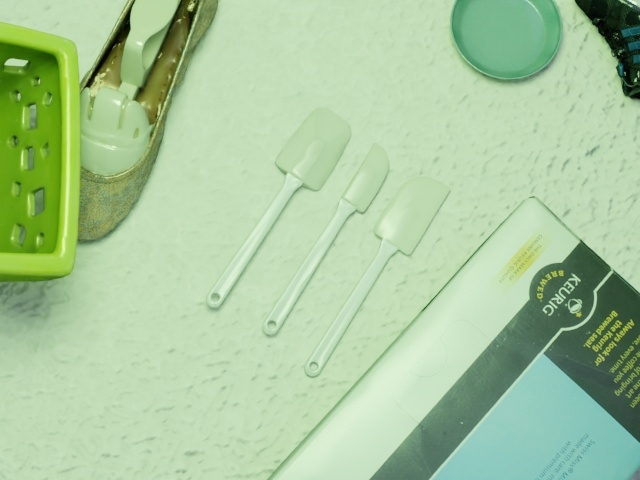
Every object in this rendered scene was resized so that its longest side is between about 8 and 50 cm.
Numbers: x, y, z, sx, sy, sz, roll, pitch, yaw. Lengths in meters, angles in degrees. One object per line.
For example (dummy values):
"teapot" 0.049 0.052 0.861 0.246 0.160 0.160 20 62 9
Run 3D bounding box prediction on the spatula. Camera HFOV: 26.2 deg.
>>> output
"spatula" 0.000 0.000 1.388 0.168 0.019 0.242 34 78 -2

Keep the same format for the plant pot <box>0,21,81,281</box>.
"plant pot" -0.364 -0.068 1.254 0.227 0.207 0.228 7 75 -34

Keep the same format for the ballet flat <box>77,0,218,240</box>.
"ballet flat" -0.193 -0.155 1.359 0.107 0.106 0.316 19 77 0

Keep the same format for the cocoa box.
"cocoa box" 0.142 0.178 1.247 0.228 0.231 0.347 42 78 5

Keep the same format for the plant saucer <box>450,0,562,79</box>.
"plant saucer" 0.194 -0.223 1.446 0.119 0.021 0.119 1 77 -4

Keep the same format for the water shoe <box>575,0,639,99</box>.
"water shoe" 0.335 -0.191 1.425 0.203 0.073 0.080 38 80 5
